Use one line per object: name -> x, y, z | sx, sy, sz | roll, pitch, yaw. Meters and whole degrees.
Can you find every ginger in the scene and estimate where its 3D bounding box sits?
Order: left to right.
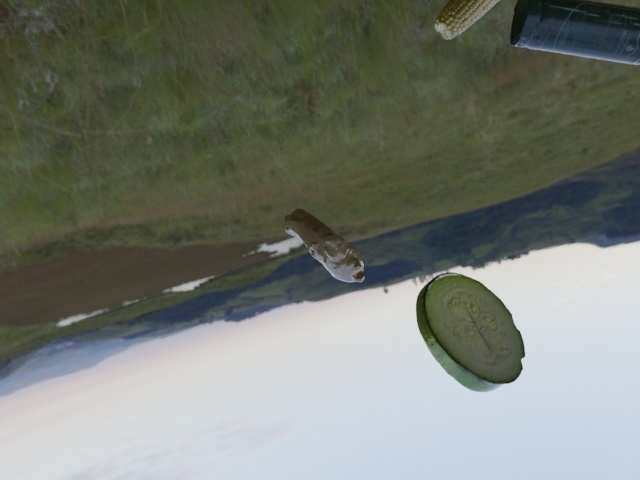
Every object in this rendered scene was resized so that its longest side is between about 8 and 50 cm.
ginger -> -0.002, -0.003, 0.722 | 0.051, 0.173, 0.069 | -42, 136, -4

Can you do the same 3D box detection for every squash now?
squash -> 0.262, 0.154, 0.928 | 0.219, 0.219, 0.041 | -13, 153, -40

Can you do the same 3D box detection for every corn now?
corn -> 0.380, -0.590, 1.261 | 0.260, 0.091, 0.091 | -45, -158, 1

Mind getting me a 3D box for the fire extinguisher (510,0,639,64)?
fire extinguisher -> 0.512, -0.375, 0.963 | 0.311, 0.095, 0.114 | 8, 138, 3
